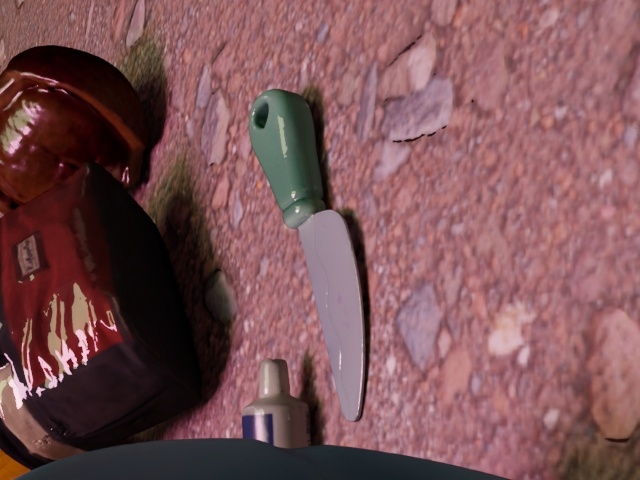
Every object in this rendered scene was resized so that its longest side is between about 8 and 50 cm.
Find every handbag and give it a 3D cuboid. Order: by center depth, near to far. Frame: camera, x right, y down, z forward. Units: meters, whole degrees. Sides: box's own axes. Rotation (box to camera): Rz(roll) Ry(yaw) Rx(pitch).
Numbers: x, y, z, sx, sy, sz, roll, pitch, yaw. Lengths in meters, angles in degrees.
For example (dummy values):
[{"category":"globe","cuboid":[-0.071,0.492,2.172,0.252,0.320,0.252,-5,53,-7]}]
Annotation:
[{"category":"handbag","cuboid":[-0.227,0.068,0.920,0.181,0.181,0.254,-29,51,6]}]

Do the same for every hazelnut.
[{"category":"hazelnut","cuboid":[-0.270,-0.111,1.076,0.202,0.170,0.161,132,135,-59]}]

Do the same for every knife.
[{"category":"knife","cuboid":[0.001,-0.001,0.738,0.063,0.034,0.260,-43,54,39]}]

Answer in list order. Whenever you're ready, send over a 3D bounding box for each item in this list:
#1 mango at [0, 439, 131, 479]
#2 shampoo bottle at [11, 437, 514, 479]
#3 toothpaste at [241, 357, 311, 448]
[{"category":"mango","cuboid":[-0.259,0.240,1.017,0.227,0.147,0.109,-22,90,51]},{"category":"shampoo bottle","cuboid":[0.010,0.275,0.358,0.331,0.331,0.343,16,97,60]},{"category":"toothpaste","cuboid":[-0.027,0.216,0.722,0.069,0.047,0.268,-14,75,45]}]
